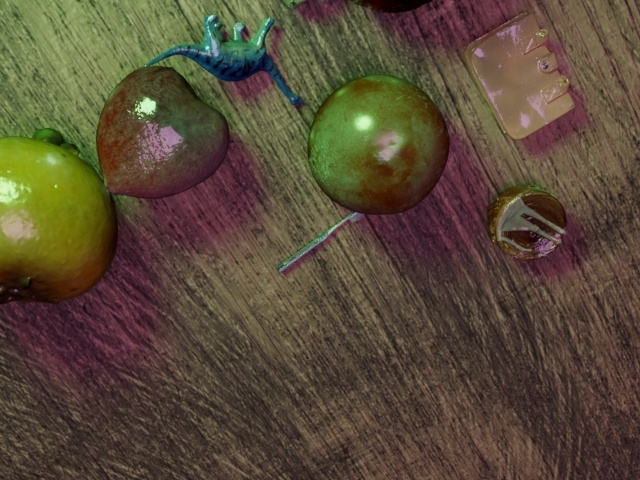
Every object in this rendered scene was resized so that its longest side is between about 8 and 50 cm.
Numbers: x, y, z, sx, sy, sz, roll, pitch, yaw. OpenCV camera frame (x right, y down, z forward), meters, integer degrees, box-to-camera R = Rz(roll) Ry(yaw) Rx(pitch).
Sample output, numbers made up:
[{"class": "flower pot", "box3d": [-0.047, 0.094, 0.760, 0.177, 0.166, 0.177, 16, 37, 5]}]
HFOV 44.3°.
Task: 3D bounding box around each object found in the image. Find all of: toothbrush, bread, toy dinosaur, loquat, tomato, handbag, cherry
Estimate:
[{"class": "toothbrush", "box3d": [0.000, 0.000, 1.637, 0.220, 0.016, 0.019, -36, 117, 6]}, {"class": "bread", "box3d": [0.426, -0.040, 1.630, 0.161, 0.073, 0.160, -2, 113, -4]}, {"class": "toy dinosaur", "box3d": [-0.163, -0.351, 1.451, 0.329, 0.076, 0.144, 8, 89, -37]}, {"class": "loquat", "box3d": [-0.529, -0.055, 1.432, 0.329, 0.328, 0.359, 6, 65, -7]}, {"class": "tomato", "box3d": [0.110, -0.172, 1.478, 0.271, 0.222, 0.270, -1, 106, -5]}, {"class": "handbag", "box3d": [0.391, -0.319, 1.536, 0.157, 0.059, 0.212, -29, 108, 6]}, {"class": "cherry", "box3d": [-0.297, -0.188, 1.445, 0.240, 0.206, 0.239, -1, 113, -3]}]

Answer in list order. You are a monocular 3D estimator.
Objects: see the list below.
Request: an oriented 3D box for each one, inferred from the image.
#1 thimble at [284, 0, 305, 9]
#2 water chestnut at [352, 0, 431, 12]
[{"class": "thimble", "box3d": [-0.030, -0.475, 1.430, 0.110, 0.084, 0.062, -41, 108, 7]}, {"class": "water chestnut", "box3d": [0.130, -0.535, 1.345, 0.244, 0.289, 0.289, 45, 102, 17]}]
